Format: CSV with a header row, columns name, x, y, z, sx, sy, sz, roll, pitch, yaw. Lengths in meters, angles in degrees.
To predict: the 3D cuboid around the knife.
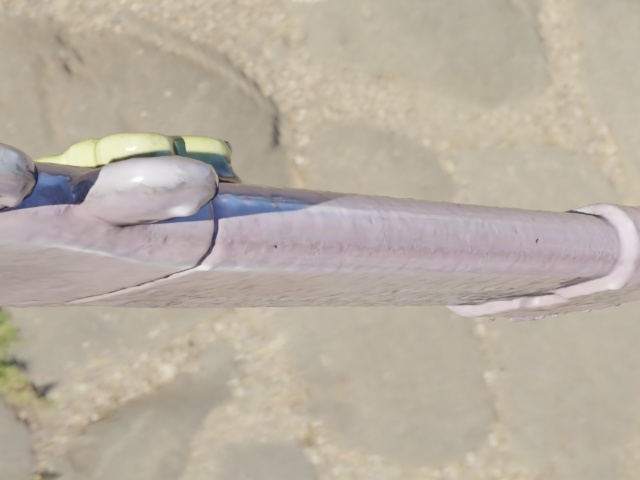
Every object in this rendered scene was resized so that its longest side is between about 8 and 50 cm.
name,x,y,z,sx,sy,sz,roll,pitch,yaw
knife,0.000,-0.001,0.473,0.399,0.132,0.038,5,77,-53
